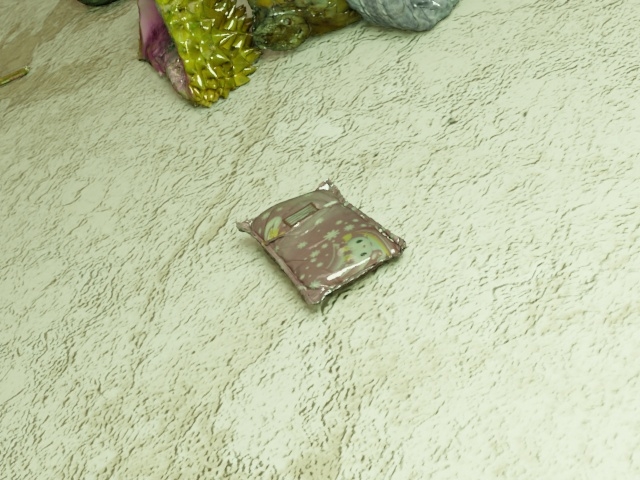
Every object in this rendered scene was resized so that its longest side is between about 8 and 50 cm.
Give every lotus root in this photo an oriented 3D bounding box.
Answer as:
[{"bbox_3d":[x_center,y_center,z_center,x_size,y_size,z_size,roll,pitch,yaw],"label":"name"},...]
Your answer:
[{"bbox_3d":[0.024,-0.413,1.617,0.179,0.196,0.398,11,71,54],"label":"lotus root"}]

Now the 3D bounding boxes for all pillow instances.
[{"bbox_3d":[0.000,0.000,1.281,0.118,0.043,0.185,-30,37,-10],"label":"pillow"}]

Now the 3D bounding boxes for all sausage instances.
[{"bbox_3d":[-0.490,-0.249,1.983,0.100,0.015,0.015,-21,35,13],"label":"sausage"}]

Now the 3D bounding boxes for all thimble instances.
[{"bbox_3d":[0.101,-0.324,1.522,0.097,0.150,0.150,19,57,44],"label":"thimble"}]

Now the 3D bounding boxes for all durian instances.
[{"bbox_3d":[-0.174,-0.286,1.681,0.153,0.186,0.260,-40,48,-3],"label":"durian"}]

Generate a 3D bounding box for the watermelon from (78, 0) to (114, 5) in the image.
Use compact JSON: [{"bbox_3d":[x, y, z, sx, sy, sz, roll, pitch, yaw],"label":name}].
[{"bbox_3d":[-0.354,-0.411,2.032,0.110,0.078,0.078,-2,43,36],"label":"watermelon"}]
